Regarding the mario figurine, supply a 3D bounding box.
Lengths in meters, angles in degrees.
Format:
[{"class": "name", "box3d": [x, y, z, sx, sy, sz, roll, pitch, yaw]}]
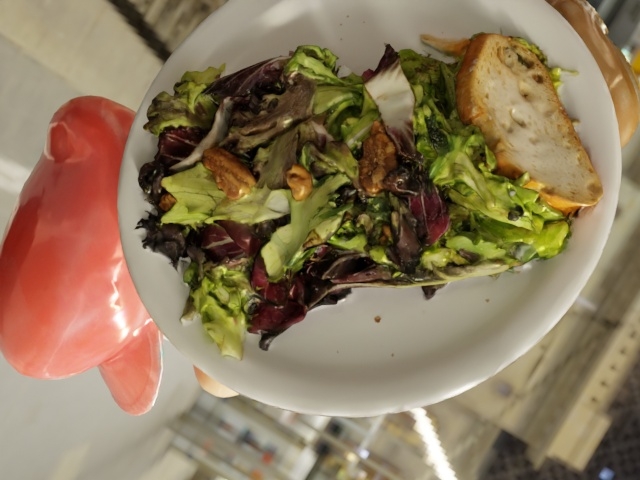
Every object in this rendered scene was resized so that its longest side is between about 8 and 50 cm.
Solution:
[{"class": "mario figurine", "box3d": [0.000, 0.000, 0.711, 0.320, 0.170, 0.198, -23, 149, -23]}]

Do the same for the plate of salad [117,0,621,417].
[{"class": "plate of salad", "box3d": [0.013, -0.031, 0.571, 0.200, 0.200, 0.048, -58, 158, -12]}]
